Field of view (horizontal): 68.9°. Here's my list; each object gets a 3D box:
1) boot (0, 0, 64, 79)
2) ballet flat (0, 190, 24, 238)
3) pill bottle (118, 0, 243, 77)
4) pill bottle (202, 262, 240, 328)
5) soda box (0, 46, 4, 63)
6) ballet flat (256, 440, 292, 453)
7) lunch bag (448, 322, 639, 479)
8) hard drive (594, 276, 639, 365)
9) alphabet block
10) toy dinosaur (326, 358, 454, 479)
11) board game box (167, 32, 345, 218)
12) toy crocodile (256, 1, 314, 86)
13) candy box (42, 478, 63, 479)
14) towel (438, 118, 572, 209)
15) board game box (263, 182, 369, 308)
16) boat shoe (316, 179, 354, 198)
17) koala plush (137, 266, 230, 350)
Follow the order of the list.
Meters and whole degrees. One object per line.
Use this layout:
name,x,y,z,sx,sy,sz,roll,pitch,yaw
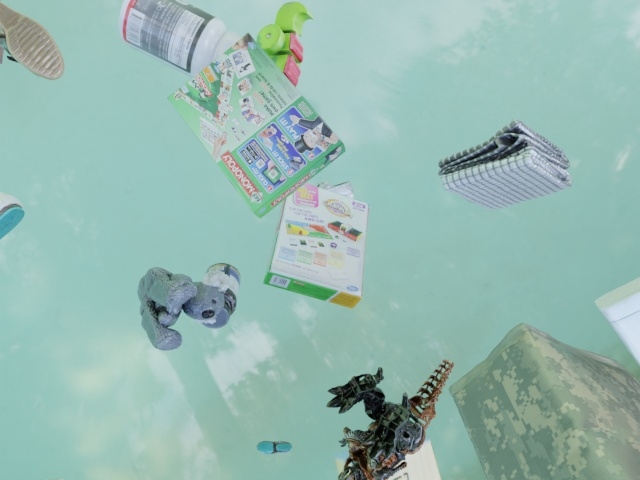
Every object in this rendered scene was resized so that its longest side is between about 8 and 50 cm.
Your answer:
boot,-0.657,-0.428,1.061,0.090,0.248,0.207,-46,-176,-15
ballet flat,-0.938,0.025,1.173,0.400,0.139,0.139,-53,141,-17
pill bottle,-0.339,-0.509,1.179,0.283,0.161,0.161,25,111,-6
pill bottle,-0.324,0.175,1.487,0.123,0.219,0.122,-1,119,-2
soda box,-0.825,-0.522,1.088,0.083,0.263,0.092,4,81,-18
ballet flat,-0.150,0.666,1.503,0.114,0.041,0.041,5,124,-8
lunch bag,0.331,0.258,0.546,0.287,0.235,0.169,21,120,-23
hard drive,0.703,0.194,0.835,0.233,0.047,0.353,-36,98,23
alphabet block,0.178,0.619,1.174,0.192,0.197,0.193,-7,168,-31
toy dinosaur,0.127,0.353,0.889,0.218,0.164,0.322,52,58,-40
board game box,-0.131,-0.230,0.918,0.213,0.317,0.046,-38,165,2
toy crocodile,-0.095,-0.384,1.088,0.115,0.105,0.340,28,73,-62
candy box,-0.490,0.518,0.785,0.053,0.186,0.109,-8,108,8
towel,0.461,-0.177,1.173,0.284,0.121,0.235,12,160,-41
board game box,0.000,0.000,1.230,0.242,0.316,0.064,18,142,-10
boat shoe,0.018,-0.168,1.621,0.227,0.079,0.081,-12,97,-34
koala plush,-0.353,0.159,1.251,0.221,0.203,0.196,2,114,-44
